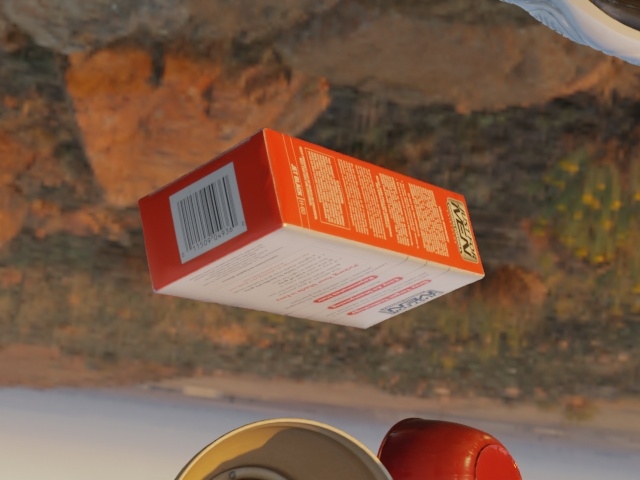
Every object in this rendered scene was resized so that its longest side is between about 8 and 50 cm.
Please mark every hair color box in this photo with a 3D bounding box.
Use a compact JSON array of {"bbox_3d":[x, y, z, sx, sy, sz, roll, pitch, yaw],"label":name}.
[{"bbox_3d":[0.000,0.000,0.535,0.072,0.043,0.141,-26,155,31],"label":"hair color box"}]

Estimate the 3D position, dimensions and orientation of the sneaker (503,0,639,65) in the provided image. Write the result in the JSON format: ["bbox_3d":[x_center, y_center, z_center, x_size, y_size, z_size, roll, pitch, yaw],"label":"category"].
[{"bbox_3d":[0.166,-0.217,0.792,0.268,0.153,0.101,30,-148,15],"label":"sneaker"}]

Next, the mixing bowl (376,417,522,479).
[{"bbox_3d":[0.151,0.268,1.347,0.098,0.181,0.181,-20,155,39],"label":"mixing bowl"}]

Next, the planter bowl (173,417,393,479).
[{"bbox_3d":[-0.035,0.195,0.824,0.162,0.162,0.109,10,171,-15],"label":"planter bowl"}]
